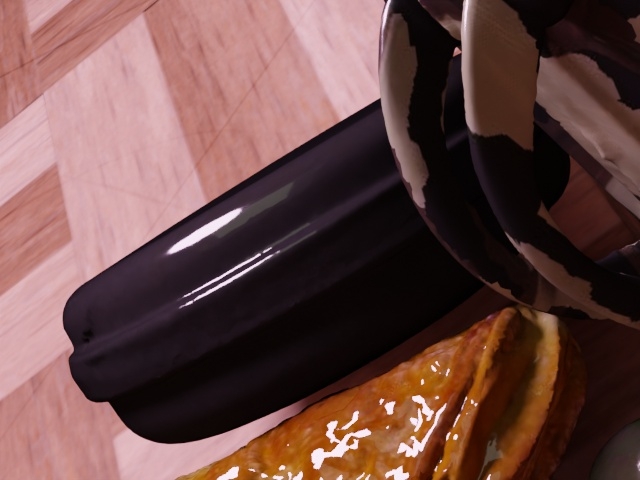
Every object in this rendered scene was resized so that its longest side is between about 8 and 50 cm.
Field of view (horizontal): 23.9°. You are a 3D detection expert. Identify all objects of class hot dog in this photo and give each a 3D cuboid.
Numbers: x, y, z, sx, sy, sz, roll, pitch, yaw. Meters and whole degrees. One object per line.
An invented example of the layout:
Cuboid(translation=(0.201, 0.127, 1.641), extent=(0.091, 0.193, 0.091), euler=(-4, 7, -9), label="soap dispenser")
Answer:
Cuboid(translation=(0.011, 0.126, 0.662), extent=(0.259, 0.175, 0.114), euler=(-27, 81, 17), label="hot dog")

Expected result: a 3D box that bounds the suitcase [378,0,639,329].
Cuboid(translation=(0.172, -0.117, 0.592), extent=(0.339, 0.351, 0.194), euler=(-53, 18, -14), label="suitcase")

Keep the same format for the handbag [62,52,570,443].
Cuboid(translation=(0.001, 0.001, 0.754), extent=(0.254, 0.093, 0.308), euler=(-30, 4, 24), label="handbag")

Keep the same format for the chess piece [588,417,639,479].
Cuboid(translation=(0.110, 0.160, 0.594), extent=(0.139, 0.139, 0.272), euler=(-2, 42, 43), label="chess piece")
